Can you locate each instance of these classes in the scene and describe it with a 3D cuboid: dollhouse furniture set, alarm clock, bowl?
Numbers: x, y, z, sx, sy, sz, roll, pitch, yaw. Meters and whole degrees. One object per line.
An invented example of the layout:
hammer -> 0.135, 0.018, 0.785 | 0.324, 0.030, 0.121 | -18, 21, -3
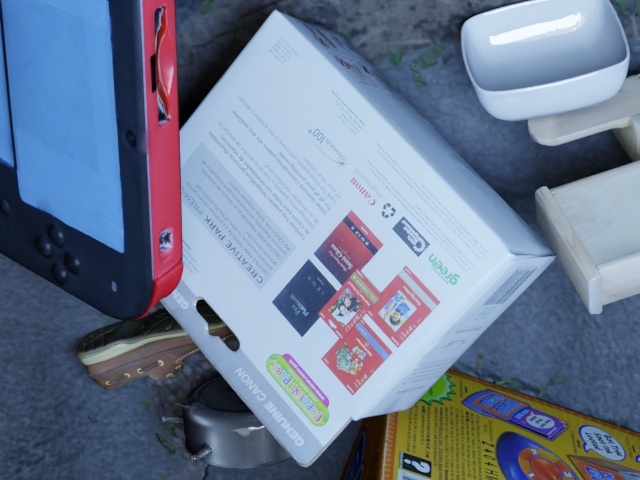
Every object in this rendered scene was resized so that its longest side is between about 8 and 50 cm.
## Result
dollhouse furniture set -> 0.302, 0.077, 1.205 | 0.174, 0.303, 0.355 | -17, 136, -3
alarm clock -> -0.055, 0.172, 1.321 | 0.192, 0.129, 0.064 | -7, 108, -22
bowl -> 0.201, -0.159, 1.177 | 0.142, 0.142, 0.053 | -10, 128, 6

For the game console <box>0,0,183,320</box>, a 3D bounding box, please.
game console -> -0.257, -0.140, 1.143 | 0.342, 0.060, 0.386 | 22, 125, 31

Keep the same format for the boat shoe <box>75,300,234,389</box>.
boat shoe -> -0.160, 0.108, 1.337 | 0.178, 0.064, 0.060 | -16, 112, 17

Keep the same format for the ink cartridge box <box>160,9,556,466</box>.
ink cartridge box -> 0.000, 0.000, 1.181 | 0.272, 0.130, 0.309 | -48, 70, 18

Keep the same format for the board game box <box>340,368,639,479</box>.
board game box -> 0.169, 0.379, 1.242 | 0.356, 0.356, 0.356 | 19, 110, -1
